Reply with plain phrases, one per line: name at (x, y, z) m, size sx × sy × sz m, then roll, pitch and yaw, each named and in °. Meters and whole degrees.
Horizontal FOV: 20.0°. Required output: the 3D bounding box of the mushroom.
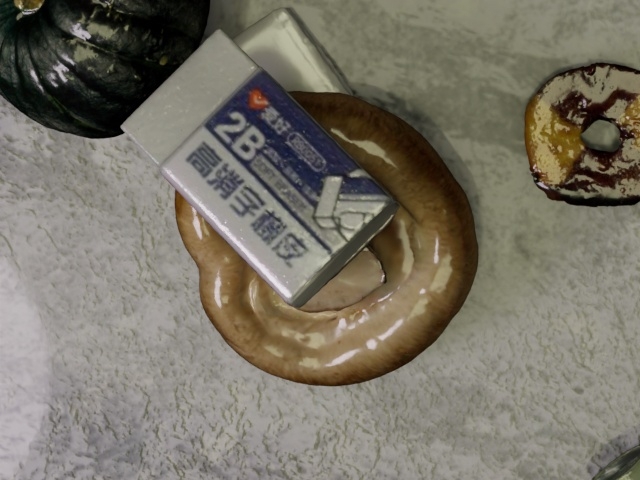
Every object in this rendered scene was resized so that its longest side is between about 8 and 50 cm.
mushroom at (0.000, 0.000, 1.607) m, size 0.278 × 0.146 × 0.278 m, roll 2°, pitch 112°, yaw 5°

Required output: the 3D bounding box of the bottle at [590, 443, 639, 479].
bottle at (0.330, 0.282, 1.644) m, size 0.072 × 0.072 × 0.201 m, roll -38°, pitch 92°, yaw 10°

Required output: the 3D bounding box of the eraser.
eraser at (-0.050, -0.060, 1.508) m, size 0.124 × 0.068 × 0.210 m, roll -45°, pitch 79°, yaw 3°

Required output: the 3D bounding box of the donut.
donut at (0.248, -0.092, 1.610) m, size 0.140 × 0.059 × 0.140 m, roll 1°, pitch 98°, yaw 8°

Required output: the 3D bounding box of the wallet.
wallet at (-0.069, -0.117, 1.660) m, size 0.183 × 0.032 × 0.124 m, roll -36°, pitch 94°, yaw 12°

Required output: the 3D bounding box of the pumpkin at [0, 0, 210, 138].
pumpkin at (-0.197, -0.198, 1.581) m, size 0.220 × 0.162 × 0.220 m, roll -5°, pitch 83°, yaw 39°
